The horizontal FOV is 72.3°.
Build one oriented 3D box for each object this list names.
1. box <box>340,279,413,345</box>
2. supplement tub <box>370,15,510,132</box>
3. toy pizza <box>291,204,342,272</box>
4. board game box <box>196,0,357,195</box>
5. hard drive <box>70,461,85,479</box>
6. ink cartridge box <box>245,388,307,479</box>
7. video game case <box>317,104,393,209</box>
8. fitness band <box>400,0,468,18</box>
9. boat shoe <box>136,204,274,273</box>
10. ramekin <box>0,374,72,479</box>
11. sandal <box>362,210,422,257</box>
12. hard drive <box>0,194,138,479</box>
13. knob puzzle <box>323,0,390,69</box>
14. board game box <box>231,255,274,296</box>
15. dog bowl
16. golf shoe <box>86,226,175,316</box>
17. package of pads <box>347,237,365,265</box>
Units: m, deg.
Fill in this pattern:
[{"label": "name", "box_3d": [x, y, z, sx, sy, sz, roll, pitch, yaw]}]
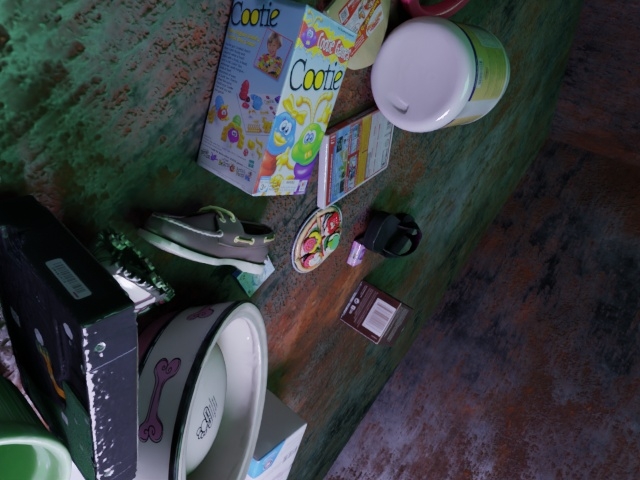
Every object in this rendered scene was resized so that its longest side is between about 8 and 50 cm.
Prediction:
[{"label": "box", "box_3d": [0.209, 0.269, 1.593, 0.168, 0.167, 0.203, -60, 152, -2]}, {"label": "supplement tub", "box_3d": [0.302, -0.394, 1.052, 0.331, 0.241, 0.241, -24, 135, -48]}, {"label": "toy pizza", "box_3d": [0.000, 0.000, 1.154, 0.201, 0.032, 0.201, -39, 145, -34]}, {"label": "board game box", "box_3d": [-0.074, -0.227, 0.709, 0.142, 0.144, 0.275, -11, 126, -55]}, {"label": "hard drive", "box_3d": [-0.446, 0.517, 0.846, 0.233, 0.047, 0.353, -54, 141, -10]}, {"label": "ink cartridge box", "box_3d": [-0.200, 0.586, 1.204, 0.198, 0.197, 0.270, -14, 128, -53]}, {"label": "video game case", "box_3d": [0.095, -0.223, 1.107, 0.285, 0.025, 0.204, -36, 144, -37]}, {"label": "fitness band", "box_3d": [0.253, -0.590, 0.907, 0.209, 0.054, 0.291, -31, 154, 6]}, {"label": "boat shoe", "box_3d": [-0.183, -0.010, 0.775, 0.096, 0.117, 0.324, -65, 155, 0]}, {"label": "ramekin", "box_3d": [-0.481, 0.295, 0.512, 0.303, 0.148, 0.303, -35, 147, -27]}, {"label": "sandal", "box_3d": [0.261, -0.002, 1.465, 0.446, 0.107, 0.167, -2, 117, -65]}, {"label": "hard drive", "box_3d": [-0.316, 0.143, 0.549, 0.064, 0.237, 0.338, -24, 139, -46]}, {"label": "knob puzzle", "box_3d": [0.078, -0.434, 0.878, 0.213, 0.030, 0.213, -38, 144, -35]}, {"label": "board game box", "box_3d": [-0.150, 0.071, 0.993, 0.090, 0.020, 0.090, -47, 149, -21]}, {"label": "dog bowl", "box_3d": [-0.227, 0.306, 0.805, 0.408, 0.150, 0.407, 5, 90, -80]}, {"label": "golf shoe", "box_3d": [-0.284, 0.071, 0.616, 0.120, 0.105, 0.273, -36, 172, -18]}, {"label": "package of pads", "box_3d": [0.116, 0.036, 1.371, 0.050, 0.032, 0.083, -20, 132, -50]}]
